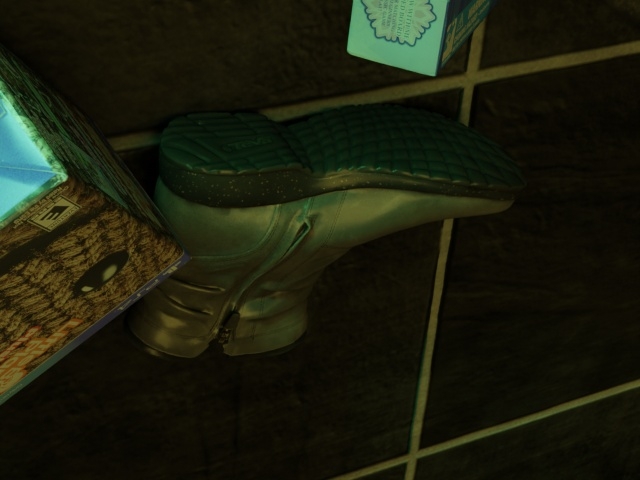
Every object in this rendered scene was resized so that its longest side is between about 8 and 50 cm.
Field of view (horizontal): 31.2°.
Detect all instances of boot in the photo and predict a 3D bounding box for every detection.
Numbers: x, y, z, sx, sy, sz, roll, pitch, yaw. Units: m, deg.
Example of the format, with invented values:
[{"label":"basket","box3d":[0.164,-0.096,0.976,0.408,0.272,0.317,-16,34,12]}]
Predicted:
[{"label":"boot","box3d":[0.000,0.000,1.017,0.338,0.118,0.222,1,127,-18]}]

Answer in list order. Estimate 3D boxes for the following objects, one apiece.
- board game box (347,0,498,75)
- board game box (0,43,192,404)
[{"label":"board game box","box3d":[0.121,-0.313,0.732,0.318,0.066,0.318,-52,154,-49]},{"label":"board game box","box3d":[-0.245,0.005,0.745,0.232,0.141,0.291,-38,168,0]}]
